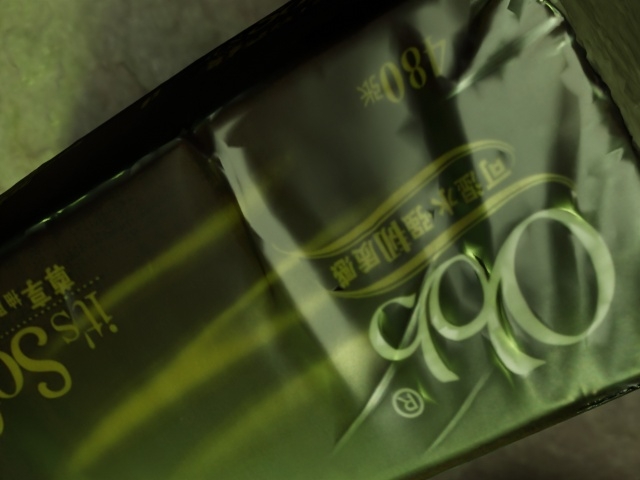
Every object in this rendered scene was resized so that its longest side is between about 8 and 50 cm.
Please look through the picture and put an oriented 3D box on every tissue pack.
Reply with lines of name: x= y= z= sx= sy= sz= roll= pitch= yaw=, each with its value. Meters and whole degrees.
tissue pack: x=0.000 y=0.000 z=0.562 sx=0.370 sy=0.210 sz=0.198 roll=-29 pitch=95 yaw=29
